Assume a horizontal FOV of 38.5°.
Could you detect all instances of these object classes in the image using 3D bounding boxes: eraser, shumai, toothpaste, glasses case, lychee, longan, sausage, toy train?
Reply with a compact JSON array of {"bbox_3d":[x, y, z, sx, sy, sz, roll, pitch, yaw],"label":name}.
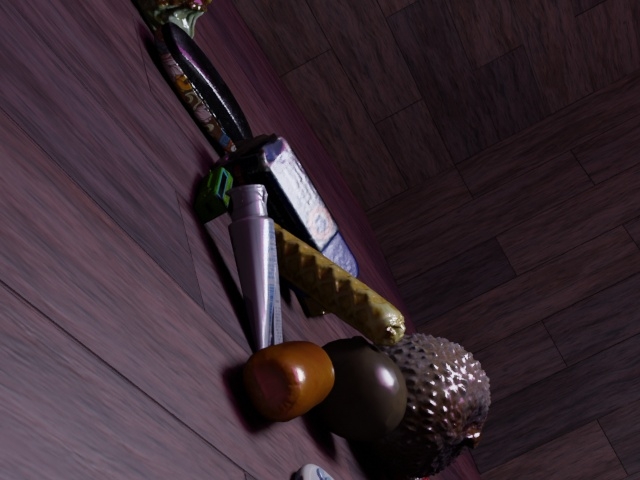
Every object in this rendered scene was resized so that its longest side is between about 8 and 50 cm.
[{"bbox_3d":[-0.064,-0.041,1.754,0.101,0.155,0.332,-50,119,-39],"label":"eraser"},{"bbox_3d":[-0.295,-0.497,1.857,0.184,0.142,0.184,62,10,-19],"label":"shumai"},{"bbox_3d":[-0.096,0.064,1.441,0.114,0.073,0.299,28,52,-76],"label":"toothpaste"},{"bbox_3d":[-0.225,-0.290,1.819,0.321,0.082,0.122,55,9,-37],"label":"glasses case"},{"bbox_3d":[0.187,0.319,1.791,0.300,0.300,0.300,61,8,-14],"label":"lychee"},{"bbox_3d":[0.061,0.249,1.539,0.189,0.189,0.189,61,8,-14],"label":"longan"},{"bbox_3d":[-0.041,0.196,1.307,0.105,0.105,0.274,64,8,8],"label":"sausage"},{"bbox_3d":[-0.181,-0.088,1.558,0.042,0.044,0.209,60,8,-19],"label":"toy train"}]

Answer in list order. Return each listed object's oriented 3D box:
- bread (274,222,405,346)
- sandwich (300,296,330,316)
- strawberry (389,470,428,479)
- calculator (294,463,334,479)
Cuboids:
[{"bbox_3d":[0.001,0.069,1.610,0.367,0.077,0.084,36,6,31],"label":"bread"},{"bbox_3d":[-0.022,0.042,1.993,0.251,0.087,0.226,64,20,8],"label":"sandwich"},{"bbox_3d":[0.182,0.477,1.893,0.083,0.083,0.096,63,8,3],"label":"strawberry"},{"bbox_3d":[0.049,0.438,1.284,0.303,0.042,0.188,59,7,-23],"label":"calculator"}]
